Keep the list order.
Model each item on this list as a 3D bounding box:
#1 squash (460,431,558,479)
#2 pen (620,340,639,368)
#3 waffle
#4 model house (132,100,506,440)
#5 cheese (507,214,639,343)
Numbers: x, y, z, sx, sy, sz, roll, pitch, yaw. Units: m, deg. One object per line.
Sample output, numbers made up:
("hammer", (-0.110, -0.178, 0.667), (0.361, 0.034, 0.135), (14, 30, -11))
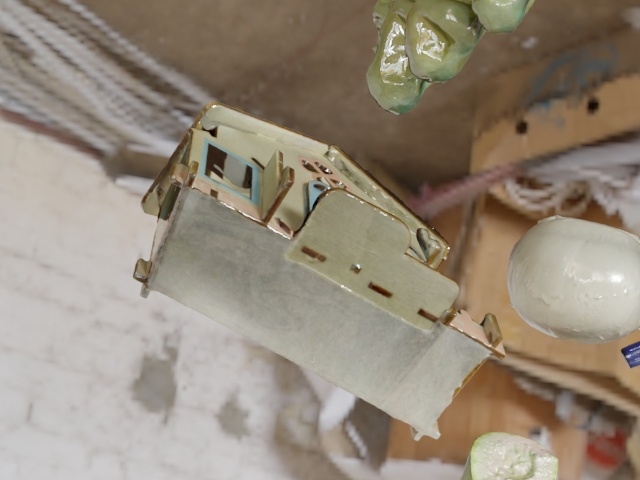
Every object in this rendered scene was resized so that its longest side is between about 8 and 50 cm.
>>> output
("squash", (0.103, 0.254, 1.041), (0.083, 0.083, 0.250), (10, 116, -7))
("pen", (0.345, 0.060, 1.217), (0.204, 0.025, 0.025), (-22, 152, 7))
("waffle", (0.130, -0.223, 0.829), (0.056, 0.309, 0.292), (35, 135, -12))
("model house", (0.000, 0.000, 1.328), (0.326, 0.169, 0.244), (29, -162, -14))
("cheese", (0.321, 0.050, 1.832), (0.198, 0.154, 0.189), (16, 174, 15))
